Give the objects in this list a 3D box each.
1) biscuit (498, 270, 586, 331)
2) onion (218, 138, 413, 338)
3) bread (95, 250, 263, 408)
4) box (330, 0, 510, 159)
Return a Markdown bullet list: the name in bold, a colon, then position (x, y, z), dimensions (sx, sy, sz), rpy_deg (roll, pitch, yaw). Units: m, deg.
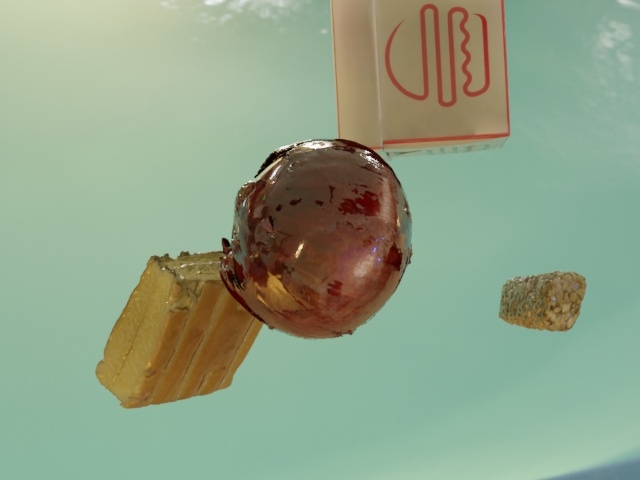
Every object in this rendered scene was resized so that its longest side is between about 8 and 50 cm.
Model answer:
- **biscuit**: position (0.301, 0.081, 1.309), dimensions (0.070, 0.168, 0.082), rpy_deg (12, 85, -10)
- **onion**: position (0.000, 0.000, 1.266), dimensions (0.276, 0.276, 0.276), rpy_deg (4, 45, -4)
- **bread**: position (-0.196, 0.126, 1.462), dimensions (0.111, 0.246, 0.239), rpy_deg (39, 22, 28)
- **box**: position (0.183, -0.310, 1.755), dimensions (0.300, 0.312, 0.314), rpy_deg (-3, 1, 7)
